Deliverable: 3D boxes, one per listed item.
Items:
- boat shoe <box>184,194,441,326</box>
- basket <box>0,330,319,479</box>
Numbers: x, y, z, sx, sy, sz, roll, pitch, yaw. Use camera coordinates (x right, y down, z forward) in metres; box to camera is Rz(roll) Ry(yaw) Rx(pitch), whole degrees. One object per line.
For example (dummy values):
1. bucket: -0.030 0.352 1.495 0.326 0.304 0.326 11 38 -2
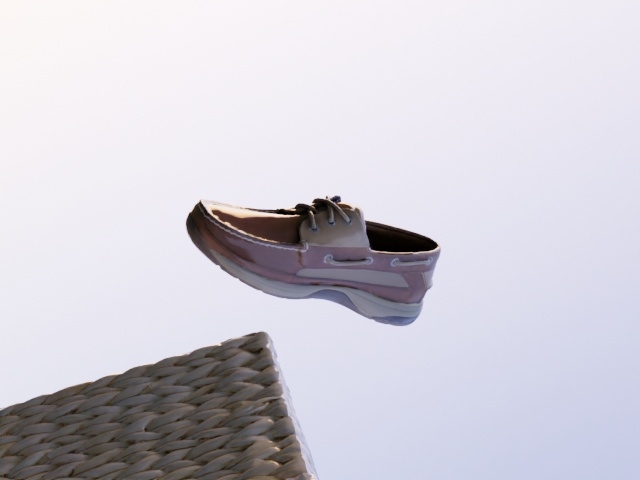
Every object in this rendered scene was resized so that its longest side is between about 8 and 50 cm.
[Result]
1. boat shoe: 0.000 0.000 1.199 0.116 0.324 0.123 -60 -143 19
2. basket: -0.139 0.312 0.996 0.331 0.328 0.266 -18 -147 -4
